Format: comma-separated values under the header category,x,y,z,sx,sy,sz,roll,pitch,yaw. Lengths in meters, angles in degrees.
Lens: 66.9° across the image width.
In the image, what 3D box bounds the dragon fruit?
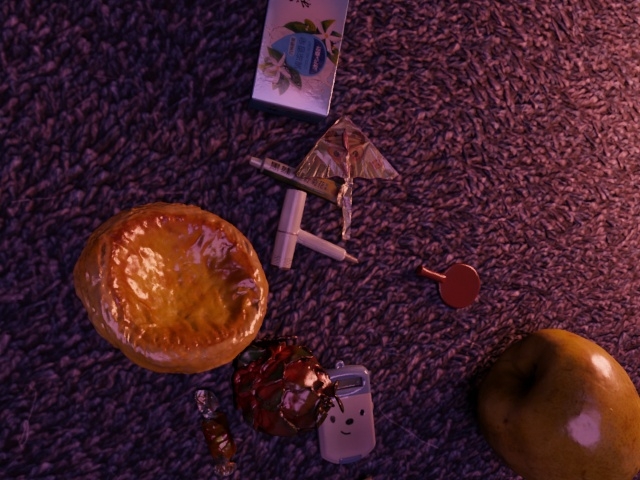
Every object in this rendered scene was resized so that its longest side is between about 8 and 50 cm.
category,x,y,z,sx,sy,sz,roll,pitch,yaw
dragon fruit,-0.068,0.267,0.880,0.182,0.182,0.189,-43,58,-8

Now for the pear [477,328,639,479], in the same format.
category,x,y,z,sx,sy,sz,roll,pitch,yaw
pear,0.478,0.342,0.949,0.304,0.304,0.303,-1,93,-13

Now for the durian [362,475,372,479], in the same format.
category,x,y,z,sx,sy,sz,roll,pitch,yaw
durian,0.023,0.565,0.962,0.183,0.165,0.132,0,51,-35

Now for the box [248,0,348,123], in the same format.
category,x,y,z,sx,sy,sz,roll,pitch,yaw
box,-0.042,-0.348,0.896,0.143,0.083,0.232,10,92,-13

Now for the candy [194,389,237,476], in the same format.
category,x,y,z,sx,sy,sz,roll,pitch,yaw
candy,-0.196,0.368,0.918,0.053,0.046,0.181,-16,99,-10

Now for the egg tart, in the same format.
category,x,y,z,sx,sy,sz,roll,pitch,yaw
egg tart,-0.249,0.082,0.825,0.319,0.128,0.318,16,58,-27

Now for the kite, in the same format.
category,x,y,z,sx,sy,sz,roll,pitch,yaw
kite,0.056,-0.126,0.952,0.230,0.012,0.249,1,86,-20

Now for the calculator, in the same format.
category,x,y,z,sx,sy,sz,roll,pitch,yaw
calculator,0.047,0.344,0.978,0.121,0.039,0.210,-6,94,-14

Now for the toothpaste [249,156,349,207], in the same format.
category,x,y,z,sx,sy,sz,roll,pitch,yaw
toothpaste,-0.040,-0.119,0.936,0.204,0.031,0.049,20,84,-16

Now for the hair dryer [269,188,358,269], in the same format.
category,x,y,z,sx,sy,sz,roll,pitch,yaw
hair dryer,0.003,-0.007,0.952,0.183,0.044,0.154,11,92,-18

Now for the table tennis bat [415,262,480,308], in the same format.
category,x,y,z,sx,sy,sz,roll,pitch,yaw
table tennis bat,0.272,0.088,1.027,0.155,0.019,0.098,21,89,-16
